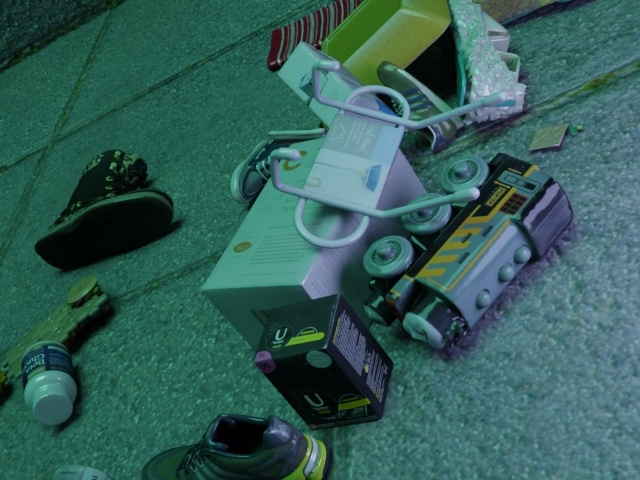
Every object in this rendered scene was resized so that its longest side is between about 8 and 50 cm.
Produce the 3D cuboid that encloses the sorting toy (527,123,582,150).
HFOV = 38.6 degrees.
[{"bbox_3d":[0.386,-0.169,1.498,0.083,0.012,0.062,-7,38,43],"label":"sorting toy"}]

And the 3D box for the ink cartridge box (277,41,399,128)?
[{"bbox_3d":[0.033,-0.262,1.658,0.082,0.140,0.190,-54,54,16],"label":"ink cartridge box"}]

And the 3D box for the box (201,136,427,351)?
[{"bbox_3d":[0.000,0.000,1.499,0.215,0.168,0.345,-5,44,40],"label":"box"}]

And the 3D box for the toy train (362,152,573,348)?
[{"bbox_3d":[0.211,0.009,1.330,0.334,0.142,0.190,-46,43,-15],"label":"toy train"}]

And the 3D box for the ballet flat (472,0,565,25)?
[{"bbox_3d":[0.443,-0.518,1.798,0.349,0.123,0.123,-14,38,31],"label":"ballet flat"}]

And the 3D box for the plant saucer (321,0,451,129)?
[{"bbox_3d":[0.104,-0.408,1.846,0.333,0.081,0.332,-41,24,26],"label":"plant saucer"}]

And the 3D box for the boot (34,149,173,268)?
[{"bbox_3d":[-0.466,-0.099,2.106,0.378,0.138,0.284,-22,34,30],"label":"boot"}]

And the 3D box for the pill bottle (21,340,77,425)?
[{"bbox_3d":[-0.504,0.266,1.700,0.094,0.094,0.169,-37,32,-1],"label":"pill bottle"}]

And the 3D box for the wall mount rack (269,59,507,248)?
[{"bbox_3d":[0.101,-0.141,1.367,0.304,0.130,0.350,15,54,10],"label":"wall mount rack"}]

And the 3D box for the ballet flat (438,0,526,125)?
[{"bbox_3d":[0.302,-0.345,1.727,0.147,0.147,0.408,-24,37,18],"label":"ballet flat"}]

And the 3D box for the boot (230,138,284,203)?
[{"bbox_3d":[-0.115,-0.154,1.896,0.086,0.069,0.190,-13,37,37],"label":"boot"}]

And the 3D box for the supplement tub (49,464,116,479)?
[{"bbox_3d":[-0.370,0.436,1.335,0.117,0.117,0.190,-18,36,27],"label":"supplement tub"}]

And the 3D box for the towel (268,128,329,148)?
[{"bbox_3d":[0.017,-0.168,1.683,0.144,0.197,0.029,3,75,45],"label":"towel"}]

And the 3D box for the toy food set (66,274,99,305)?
[{"bbox_3d":[-0.492,0.104,1.890,0.083,0.020,0.082,-36,25,1],"label":"toy food set"}]

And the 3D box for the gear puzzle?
[{"bbox_3d":[-0.566,0.221,1.866,0.339,0.044,0.175,-43,26,-12],"label":"gear puzzle"}]

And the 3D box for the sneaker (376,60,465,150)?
[{"bbox_3d":[0.164,-0.241,1.668,0.086,0.192,0.064,-50,-7,-6],"label":"sneaker"}]

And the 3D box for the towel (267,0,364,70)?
[{"bbox_3d":[-0.012,-0.540,2.335,0.275,0.031,0.198,-22,36,21],"label":"towel"}]

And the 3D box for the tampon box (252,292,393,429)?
[{"bbox_3d":[0.007,0.171,1.279,0.121,0.161,0.101,-16,37,30],"label":"tampon box"}]

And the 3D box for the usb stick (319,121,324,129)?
[{"bbox_3d":[0.089,-0.323,1.947,0.077,0.045,0.278,-5,43,51],"label":"usb stick"}]

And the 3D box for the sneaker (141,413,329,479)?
[{"bbox_3d":[-0.139,0.299,1.289,0.300,0.121,0.111,-18,36,27],"label":"sneaker"}]
